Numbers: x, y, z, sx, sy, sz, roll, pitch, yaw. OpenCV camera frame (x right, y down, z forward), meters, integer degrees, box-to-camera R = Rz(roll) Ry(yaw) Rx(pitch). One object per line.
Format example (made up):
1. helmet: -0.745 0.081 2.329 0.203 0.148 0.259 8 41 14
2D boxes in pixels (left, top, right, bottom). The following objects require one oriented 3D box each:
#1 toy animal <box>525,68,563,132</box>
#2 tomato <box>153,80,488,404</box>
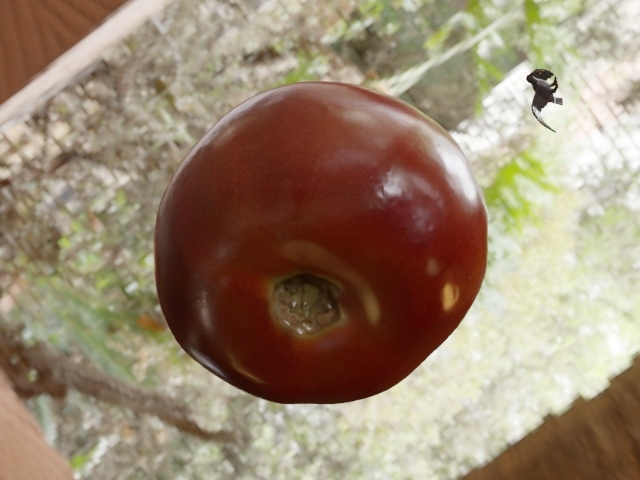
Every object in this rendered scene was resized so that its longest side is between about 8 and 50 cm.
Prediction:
1. toy animal: 0.212 -0.143 1.248 0.028 0.050 0.084 -11 -136 17
2. tomato: 0.000 0.000 0.753 0.195 0.195 0.136 -35 -155 23
